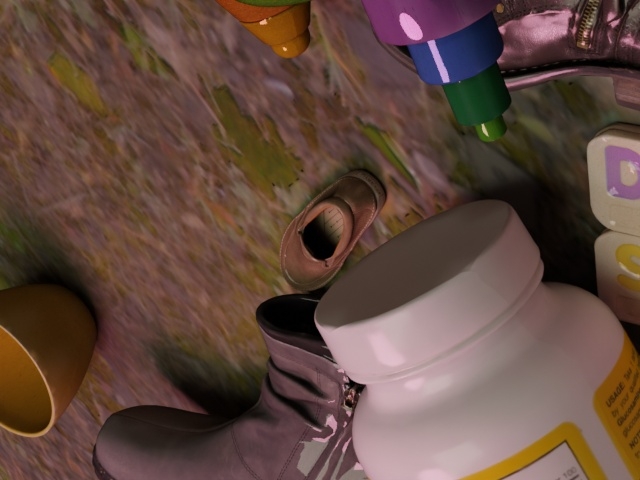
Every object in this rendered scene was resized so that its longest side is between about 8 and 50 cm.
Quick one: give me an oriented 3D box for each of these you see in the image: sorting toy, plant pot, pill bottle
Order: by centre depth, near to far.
[{"bbox_3d":[0.009,-0.130,0.856,0.365,0.127,0.126,39,158,60],"label":"sorting toy"},{"bbox_3d":[0.139,0.150,0.994,0.188,0.188,0.334,-15,112,47],"label":"pill bottle"},{"bbox_3d":[-0.254,0.092,1.375,0.134,0.095,0.134,24,134,27],"label":"plant pot"}]

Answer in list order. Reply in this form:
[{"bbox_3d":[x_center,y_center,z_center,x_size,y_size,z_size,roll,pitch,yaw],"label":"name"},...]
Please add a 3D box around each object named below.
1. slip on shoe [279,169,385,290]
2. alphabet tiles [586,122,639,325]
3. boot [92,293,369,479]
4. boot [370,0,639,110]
[{"bbox_3d":[0.000,0.000,1.117,0.051,0.041,0.135,47,140,2],"label":"slip on shoe"},{"bbox_3d":[0.286,0.019,0.895,0.284,0.021,0.278,15,130,34],"label":"alphabet tiles"},{"bbox_3d":[-0.034,0.131,1.214,0.338,0.118,0.223,11,127,21],"label":"boot"},{"bbox_3d":[0.125,-0.186,0.801,0.263,0.091,0.229,13,135,32],"label":"boot"}]
